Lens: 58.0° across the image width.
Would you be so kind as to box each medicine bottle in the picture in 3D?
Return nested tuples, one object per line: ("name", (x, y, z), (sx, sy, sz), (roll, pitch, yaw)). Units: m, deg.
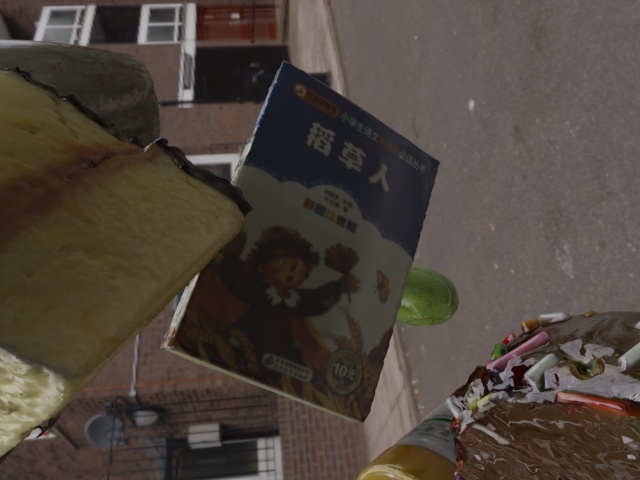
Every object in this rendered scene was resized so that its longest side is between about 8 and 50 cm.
("medicine bottle", (0.208, 0.381, 0.862), (0.238, 0.232, 0.237), (24, 126, 38))

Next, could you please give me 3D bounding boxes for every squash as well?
("squash", (0.088, 0.084, 1.147), (0.118, 0.371, 0.118), (14, -90, -77))

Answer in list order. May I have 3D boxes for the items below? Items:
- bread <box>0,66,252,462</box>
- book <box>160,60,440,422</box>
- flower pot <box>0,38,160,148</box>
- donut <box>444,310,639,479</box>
("bread", (-0.327, 0.012, 0.569), (0.242, 0.346, 0.405), (-39, 14, 33))
("book", (0.000, 0.000, 0.804), (0.039, 0.300, 0.427), (-18, 50, 59))
("flower pot", (-0.503, -0.237, 1.115), (0.294, 0.330, 0.293), (21, 117, 49))
("donut", (0.206, 0.146, 0.346), (0.103, 0.270, 0.269), (-47, -25, -34))
